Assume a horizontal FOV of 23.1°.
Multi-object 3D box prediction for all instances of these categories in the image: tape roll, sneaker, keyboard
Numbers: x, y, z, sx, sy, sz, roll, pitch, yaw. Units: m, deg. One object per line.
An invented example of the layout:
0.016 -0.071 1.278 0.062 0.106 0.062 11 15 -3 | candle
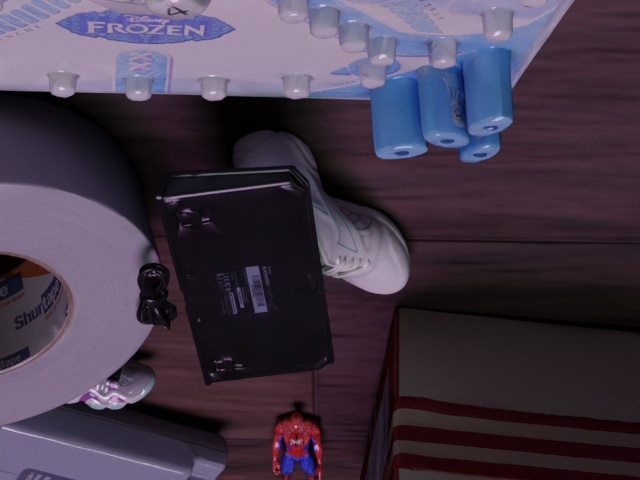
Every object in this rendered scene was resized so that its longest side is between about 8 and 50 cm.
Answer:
-0.202 0.018 0.879 0.219 0.072 0.219 -13 142 -10 | tape roll
0.000 0.000 0.907 0.053 0.061 0.152 -25 137 28 | sneaker
-0.162 0.080 1.037 0.098 0.038 0.069 -2 144 3 | sneaker
-0.053 0.022 0.869 0.108 0.023 0.180 -7 141 1 | keyboard

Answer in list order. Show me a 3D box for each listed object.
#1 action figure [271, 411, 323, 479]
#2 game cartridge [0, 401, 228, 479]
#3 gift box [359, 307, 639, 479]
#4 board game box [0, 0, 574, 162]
-0.016 0.158 1.145 0.038 0.030 0.115 4 141 5 | action figure
-0.218 0.202 1.191 0.198 0.062 0.297 21 139 -18 | game cartridge
0.156 0.211 1.030 0.258 0.255 0.276 5 137 -2 | gift box
-0.070 -0.112 0.626 0.389 0.050 0.390 1 166 -7 | board game box
